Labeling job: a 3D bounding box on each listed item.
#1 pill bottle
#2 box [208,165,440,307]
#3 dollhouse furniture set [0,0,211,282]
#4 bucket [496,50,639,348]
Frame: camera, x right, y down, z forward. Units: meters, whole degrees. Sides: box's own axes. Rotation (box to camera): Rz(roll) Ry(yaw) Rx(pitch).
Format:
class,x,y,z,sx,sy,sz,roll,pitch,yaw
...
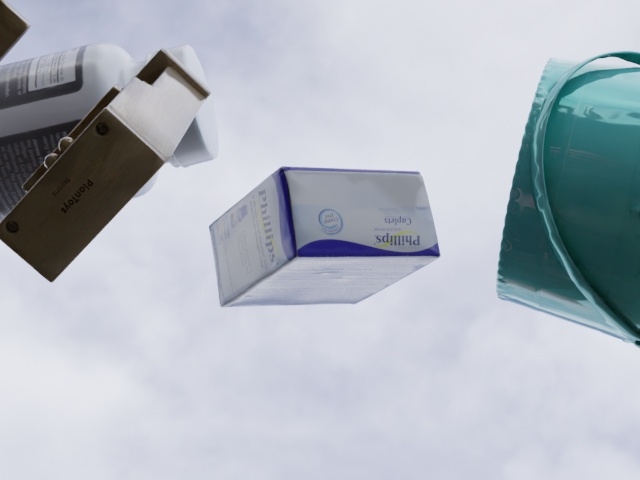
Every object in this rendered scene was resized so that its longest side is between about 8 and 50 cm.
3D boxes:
class,x,y,z,sx,sy,sz,roll,pitch,yaw
pill bottle,-0.282,-0.118,1.433,0.319,0.176,0.176,-12,-71,6
box,0.000,0.000,1.002,0.137,0.126,0.072,-33,-118,55
dollhouse furniture set,-0.197,-0.114,0.749,0.242,0.161,0.212,43,-74,-11
bucket,0.281,-0.041,1.225,0.183,0.281,0.281,12,-65,13
